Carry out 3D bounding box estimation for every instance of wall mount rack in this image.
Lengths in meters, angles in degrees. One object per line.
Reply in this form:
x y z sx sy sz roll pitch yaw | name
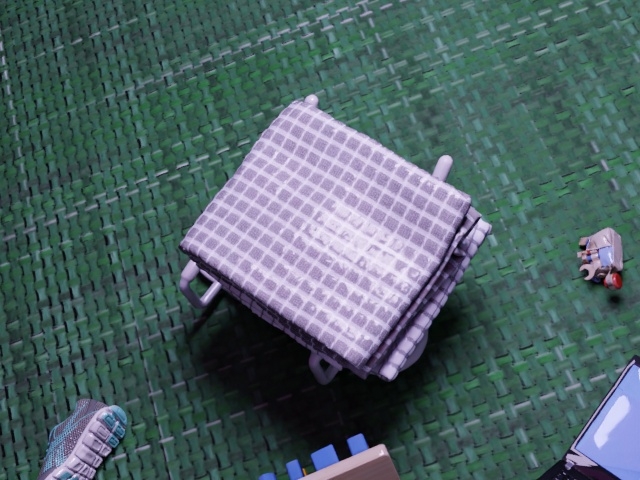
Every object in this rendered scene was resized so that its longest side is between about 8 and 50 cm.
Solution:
0.000 0.000 1.240 0.350 0.130 0.304 28 71 23 | wall mount rack

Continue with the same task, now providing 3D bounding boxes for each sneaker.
-0.311 0.265 1.217 0.076 0.065 0.166 22 65 39 | sneaker

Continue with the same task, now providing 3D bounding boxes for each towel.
0.015 -0.004 1.107 0.284 0.121 0.235 31 77 24 | towel

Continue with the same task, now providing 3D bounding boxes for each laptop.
0.362 0.257 1.021 0.234 0.264 0.136 32 110 26 | laptop

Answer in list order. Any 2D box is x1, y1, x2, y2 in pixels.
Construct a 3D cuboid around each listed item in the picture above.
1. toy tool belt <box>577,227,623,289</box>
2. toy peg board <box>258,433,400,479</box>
0.339 0.027 1.204 0.051 0.052 0.083 -20 51 38 | toy tool belt
0.005 0.275 1.086 0.161 0.160 0.079 -24 45 -1 | toy peg board
